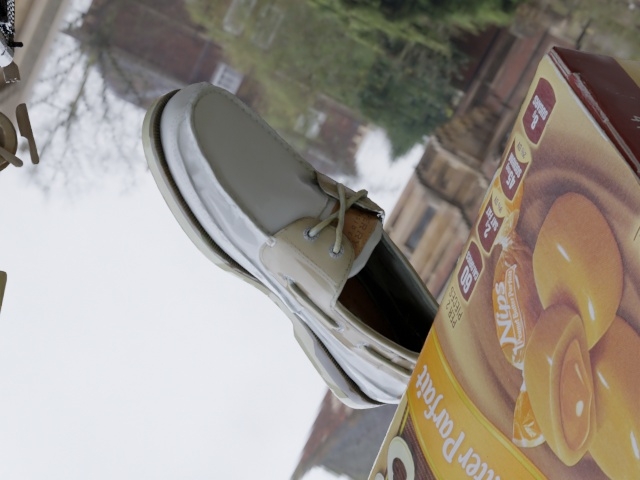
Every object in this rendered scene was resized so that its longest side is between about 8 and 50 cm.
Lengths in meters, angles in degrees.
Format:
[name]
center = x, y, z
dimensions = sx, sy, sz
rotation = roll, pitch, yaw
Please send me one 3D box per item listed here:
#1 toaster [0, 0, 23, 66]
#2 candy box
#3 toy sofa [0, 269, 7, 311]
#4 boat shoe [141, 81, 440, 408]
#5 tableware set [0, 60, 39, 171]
[toaster]
center = -0.272, -0.214, 0.795
dimensions = 0.110, 0.168, 0.186
rotation = 0, -177, -11
[candy box]
center = 0.099, 0.110, 0.438
dimensions = 0.088, 0.316, 0.183
rotation = 5, -143, -19
[toy sofa]
center = -0.557, 0.079, 1.258
dimensions = 0.363, 0.150, 0.177
rotation = 15, 163, -30
[boat shoe]
center = 0.000, 0.000, 0.809
dimensions = 0.302, 0.103, 0.113
rotation = 49, -131, -25
[tableware set]
center = -0.420, -0.175, 1.348
dimensions = 0.128, 0.194, 0.039
rotation = -14, -176, -25
